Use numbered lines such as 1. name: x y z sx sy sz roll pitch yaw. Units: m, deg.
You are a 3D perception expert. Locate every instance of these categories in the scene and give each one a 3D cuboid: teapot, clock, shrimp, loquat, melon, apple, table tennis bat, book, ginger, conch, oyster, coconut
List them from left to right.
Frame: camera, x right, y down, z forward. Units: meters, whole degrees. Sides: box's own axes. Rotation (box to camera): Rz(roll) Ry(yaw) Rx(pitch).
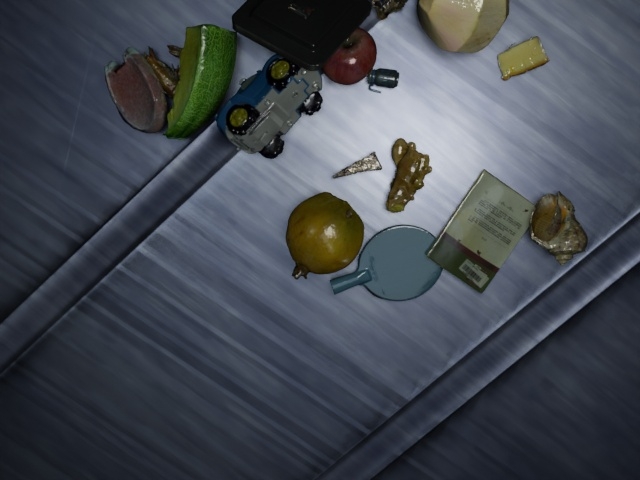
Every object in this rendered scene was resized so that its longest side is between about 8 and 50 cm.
1. shrimp: -0.401 -0.468 1.749 0.187 0.051 0.132 41 86 -10
2. melon: -0.318 -0.409 1.691 0.124 0.196 0.323 22 105 14
3. clock: -0.046 -0.578 1.618 0.279 0.049 0.273 31 66 12
4. loquat: 0.000 0.000 1.709 0.213 0.213 0.246 34 88 -2
5. apple: 0.070 -0.481 1.670 0.153 0.120 0.153 -1 66 3
6. teapot: 0.169 -0.435 1.723 0.083 0.063 0.049 9 67 4
7. table tennis bat: 0.186 0.078 1.792 0.329 0.044 0.215 -20 98 3
8. oyster: 0.200 -0.645 1.667 0.051 0.103 0.148 33 83 39
9. ginger: 0.242 -0.173 1.732 0.115 0.081 0.205 7 97 8
10. coconut: 0.352 -0.597 1.577 0.259 0.259 0.259 0 98 3
11. book: 0.448 -0.023 1.757 0.201 0.026 0.289 35 93 -4
12. conch: 0.631 -0.036 1.706 0.155 0.130 0.207 4 81 -29

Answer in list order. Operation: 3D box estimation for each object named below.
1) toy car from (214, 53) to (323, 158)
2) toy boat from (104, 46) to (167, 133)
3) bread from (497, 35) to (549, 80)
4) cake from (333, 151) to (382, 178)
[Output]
1. toy car: -0.136 -0.372 1.687 0.314 0.198 0.166 -48 61 6
2. toy boat: -0.490 -0.403 1.740 0.155 0.085 0.227 -23 95 30
3. bread: 0.525 -0.480 1.675 0.109 0.080 0.084 -22 94 4
4. cake: 0.098 -0.206 1.751 0.140 0.051 0.055 -12 98 3
